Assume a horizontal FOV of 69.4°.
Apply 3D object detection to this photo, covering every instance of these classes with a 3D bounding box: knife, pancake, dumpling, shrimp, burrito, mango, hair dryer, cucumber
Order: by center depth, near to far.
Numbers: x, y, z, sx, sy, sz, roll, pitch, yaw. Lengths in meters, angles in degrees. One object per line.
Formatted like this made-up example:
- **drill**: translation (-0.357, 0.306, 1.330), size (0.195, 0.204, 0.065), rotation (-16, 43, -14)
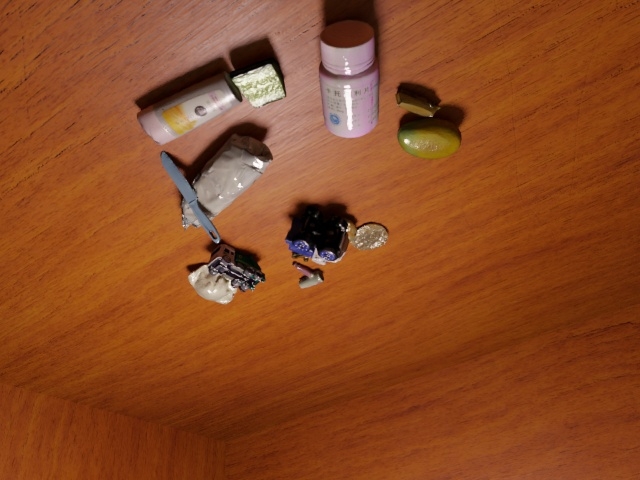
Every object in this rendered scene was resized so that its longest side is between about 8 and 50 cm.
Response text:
- **cucumber**: translation (-0.154, -0.404, 1.170), size (0.115, 0.062, 0.116), rotation (-15, 149, 10)
- **mango**: translation (0.320, -0.303, 1.371), size (0.194, 0.092, 0.130), rotation (9, 140, -15)
- **knife**: translation (-0.386, -0.125, 1.379), size (0.044, 0.019, 0.313), rotation (-26, 106, 20)
- **burrito**: translation (-0.321, -0.159, 1.407), size (0.139, 0.101, 0.445), rotation (41, 124, -19)
- **shrimp**: translation (0.000, -0.001, 1.717), size (0.294, 0.062, 0.154), rotation (-33, 124, 23)
- **pancake**: translation (0.186, -0.013, 1.761), size (0.151, 0.025, 0.152), rotation (-5, 142, -4)
- **dumpling**: translation (-0.412, 0.161, 1.803), size (0.155, 0.111, 0.181), rotation (-46, 145, -4)
- **hair dryer**: translation (-0.065, 0.132, 1.885), size (0.106, 0.054, 0.154), rotation (-22, 130, 22)

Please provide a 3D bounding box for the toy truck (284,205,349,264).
- **toy truck**: translation (-0.013, 0.006, 1.613), size (0.213, 0.161, 0.177), rotation (20, 143, 0)

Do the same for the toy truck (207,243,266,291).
- **toy truck**: translation (-0.312, 0.097, 1.729), size (0.215, 0.116, 0.110), rotation (32, 126, -31)

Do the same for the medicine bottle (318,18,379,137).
- **medicine bottle**: translation (0.072, -0.397, 1.154), size (0.151, 0.152, 0.255), rotation (-10, 143, 1)

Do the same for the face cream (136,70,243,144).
- **face cream**: translation (-0.339, -0.342, 1.203), size (0.269, 0.073, 0.107), rotation (-20, 133, 15)

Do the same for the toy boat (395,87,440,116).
- **toy boat**: translation (0.274, -0.385, 1.294), size (0.149, 0.049, 0.047), rotation (10, 168, -26)
